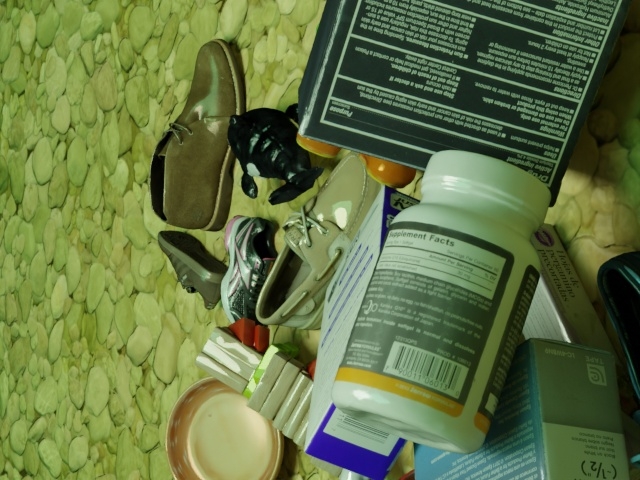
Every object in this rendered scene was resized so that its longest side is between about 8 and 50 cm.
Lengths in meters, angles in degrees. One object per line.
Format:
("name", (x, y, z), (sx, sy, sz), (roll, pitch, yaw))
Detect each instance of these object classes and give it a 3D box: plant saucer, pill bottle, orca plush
("plant saucer", (-0.137, 0.296, 2.078), (0.200, 0.037, 0.199), (-3, 84, 28))
("pill bottle", (0.128, 0.061, 1.425), (0.162, 0.162, 0.278), (1, 67, 55))
("orca plush", (-0.096, -0.132, 2.019), (0.151, 0.102, 0.287), (-52, 27, 20))

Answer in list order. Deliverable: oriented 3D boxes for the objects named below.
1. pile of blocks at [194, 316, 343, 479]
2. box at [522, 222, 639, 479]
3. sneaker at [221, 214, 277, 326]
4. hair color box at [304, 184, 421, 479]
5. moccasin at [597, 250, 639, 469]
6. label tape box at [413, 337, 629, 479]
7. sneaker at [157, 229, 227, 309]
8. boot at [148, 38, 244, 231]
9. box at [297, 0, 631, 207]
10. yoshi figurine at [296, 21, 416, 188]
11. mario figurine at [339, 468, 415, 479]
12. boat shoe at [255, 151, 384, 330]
("pile of blocks", (-0.017, 0.203, 1.935), (0.362, 0.149, 0.112), (35, 99, 40))
("box", (0.280, 0.126, 1.560), (0.067, 0.063, 0.324), (-52, 48, 40))
("sneaker", (-0.100, 0.048, 2.105), (0.077, 0.072, 0.178), (-6, 88, 44))
("hair color box", (0.075, 0.102, 1.683), (0.338, 0.110, 0.185), (-84, 18, -58))
("moccasin", (0.355, 0.169, 1.404), (0.137, 0.117, 0.342), (-51, 49, 40))
("label tape box", (0.206, 0.307, 1.450), (0.249, 0.115, 0.347), (-44, 43, 52))
("sneaker", (-0.214, 0.045, 2.265), (0.188, 0.066, 0.071), (38, 119, 50))
("boot", (-0.196, -0.168, 2.216), (0.112, 0.115, 0.305), (9, 94, 56))
("box", (0.153, -0.231, 1.535), (0.182, 0.296, 0.294), (-94, 21, -69))
("yoshi figurine", (0.116, -0.242, 1.725), (0.203, 0.204, 0.362), (39, 113, 28))
("mario figurine", (0.094, 0.365, 1.602), (0.170, 0.320, 0.198), (-7, 122, 35))
("boat shoe", (0.000, 0.000, 1.936), (0.109, 0.098, 0.302), (56, 131, 40))
